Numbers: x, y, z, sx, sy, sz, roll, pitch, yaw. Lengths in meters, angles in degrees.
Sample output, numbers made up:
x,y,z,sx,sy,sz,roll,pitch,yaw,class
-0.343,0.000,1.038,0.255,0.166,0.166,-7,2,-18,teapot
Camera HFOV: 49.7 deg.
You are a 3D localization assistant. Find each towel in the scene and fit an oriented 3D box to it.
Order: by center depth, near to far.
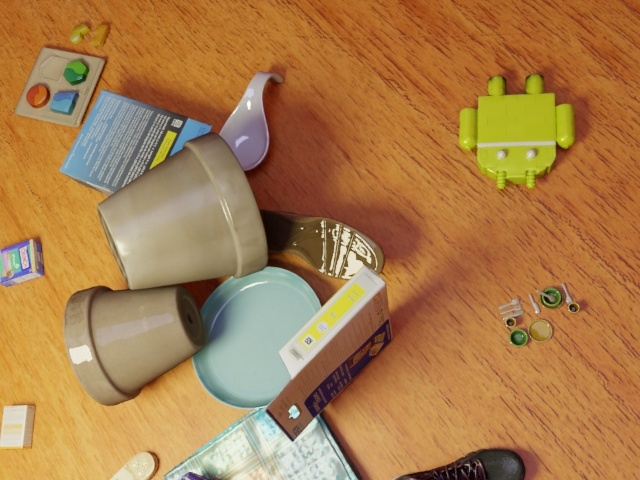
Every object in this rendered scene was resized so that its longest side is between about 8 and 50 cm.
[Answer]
x,y,z,sx,sy,sz,roll,pitch,yaw,class
-0.124,0.501,1.440,0.370,0.040,0.271,-36,67,1,towel

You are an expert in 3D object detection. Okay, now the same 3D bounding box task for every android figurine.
x,y,z,sx,sy,sz,roll,pitch,yaw,class
0.432,-0.239,1.526,0.248,0.056,0.273,2,72,15,android figurine

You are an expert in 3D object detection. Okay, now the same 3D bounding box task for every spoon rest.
x,y,z,sx,sy,sz,roll,pitch,yaw,class
-0.168,-0.296,1.682,0.137,0.084,0.277,13,76,18,spoon rest

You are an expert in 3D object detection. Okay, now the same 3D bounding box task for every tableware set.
x,y,z,sx,sy,sz,roll,pitch,yaw,class
0.450,0.153,1.412,0.154,0.024,0.104,-21,69,7,tableware set

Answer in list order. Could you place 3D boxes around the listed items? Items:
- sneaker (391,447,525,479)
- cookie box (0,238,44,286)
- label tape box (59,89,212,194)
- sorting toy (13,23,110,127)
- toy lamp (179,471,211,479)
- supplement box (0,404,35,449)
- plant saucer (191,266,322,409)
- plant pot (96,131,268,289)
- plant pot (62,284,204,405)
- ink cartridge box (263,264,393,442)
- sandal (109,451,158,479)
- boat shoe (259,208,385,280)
x,y,z,sx,sy,sz,roll,pitch,yaw,class
0.248,0.463,1.289,0.281,0.162,0.107,-20,69,8,sneaker
-0.759,0.057,1.743,0.107,0.040,0.092,-17,69,8,cookie box
-0.439,-0.209,1.710,0.333,0.106,0.241,21,79,17,label tape box
-0.703,-0.469,1.895,0.229,0.041,0.307,13,76,18,sorting toy
-0.177,0.567,1.378,0.274,0.080,0.080,36,84,20,toy lamp
-0.706,0.436,1.610,0.062,0.036,0.099,-5,72,13,supplement box
-0.134,0.213,1.514,0.317,0.044,0.318,-8,65,19,plant saucer
-0.302,-0.034,1.457,0.280,0.323,0.323,-23,66,-20,plant pot
-0.383,0.196,1.484,0.229,0.263,0.263,-19,69,7,plant pot
0.012,0.228,1.324,0.307,0.304,0.072,-42,66,-13,ink cartridge box
-0.455,0.553,1.486,0.088,0.079,0.240,39,85,22,sandal
0.000,0.000,1.522,0.341,0.123,0.123,13,101,27,boat shoe
